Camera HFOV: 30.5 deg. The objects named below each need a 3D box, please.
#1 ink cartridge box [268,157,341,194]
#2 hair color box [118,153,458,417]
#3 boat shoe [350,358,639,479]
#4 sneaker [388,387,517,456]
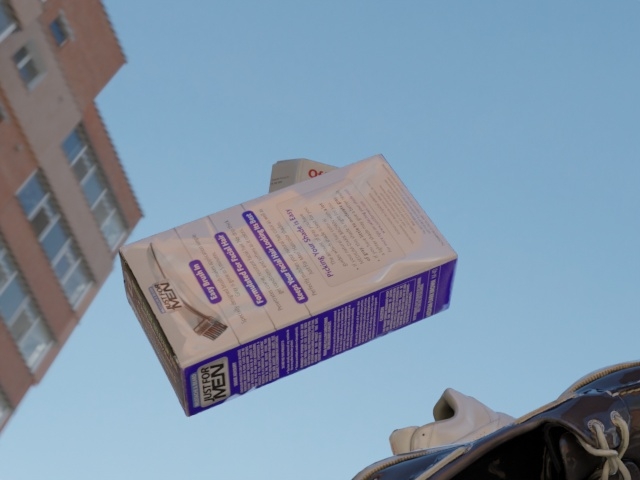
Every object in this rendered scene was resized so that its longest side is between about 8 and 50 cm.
[{"bbox_3d":[0.000,0.000,1.654,0.153,0.208,0.087,12,-9,-31],"label":"ink cartridge box"},{"bbox_3d":[-0.036,0.044,1.337,0.338,0.185,0.110,-20,-37,-19],"label":"hair color box"},{"bbox_3d":[0.111,0.106,0.519,0.206,0.065,0.075,-16,-89,-8],"label":"boat shoe"},{"bbox_3d":[0.103,0.237,1.121,0.115,0.232,0.090,34,-43,4],"label":"sneaker"}]
